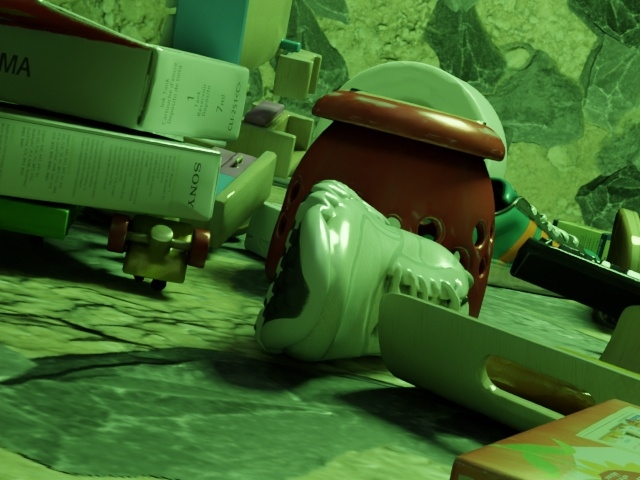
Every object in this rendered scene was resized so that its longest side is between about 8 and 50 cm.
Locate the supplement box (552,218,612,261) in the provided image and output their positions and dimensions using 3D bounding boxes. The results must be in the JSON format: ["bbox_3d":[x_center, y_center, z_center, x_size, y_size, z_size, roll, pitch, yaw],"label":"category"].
[{"bbox_3d":[0.341,0.023,1.555,0.083,0.083,0.056,20,10,41],"label":"supplement box"}]

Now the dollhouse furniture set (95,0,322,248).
[{"bbox_3d":[-0.121,-0.194,1.100,0.198,0.303,0.286,17,26,11],"label":"dollhouse furniture set"}]

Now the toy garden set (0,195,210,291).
[{"bbox_3d":[-0.190,-0.012,0.897,0.203,0.049,0.244,11,5,-9],"label":"toy garden set"}]

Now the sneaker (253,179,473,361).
[{"bbox_3d":[0.039,0.029,0.779,0.118,0.110,0.292,23,8,10],"label":"sneaker"}]

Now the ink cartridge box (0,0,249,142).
[{"bbox_3d":[-0.242,-0.137,0.871,0.296,0.066,0.261,13,5,25],"label":"ink cartridge box"}]

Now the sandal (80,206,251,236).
[{"bbox_3d":[-0.148,-0.042,1.190,0.219,0.060,0.090,8,8,-42],"label":"sandal"}]

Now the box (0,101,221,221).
[{"bbox_3d":[-0.263,-0.076,0.837,0.322,0.058,0.232,9,6,-39],"label":"box"}]

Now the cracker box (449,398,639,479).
[{"bbox_3d":[0.164,0.118,0.346,0.232,0.067,0.155,16,7,30],"label":"cracker box"}]

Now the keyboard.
[{"bbox_3d":[0.306,0.071,0.963,0.317,0.033,0.201,23,-9,6],"label":"keyboard"}]

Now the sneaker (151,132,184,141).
[{"bbox_3d":[-0.225,-0.117,1.723,0.115,0.105,0.281,49,9,10],"label":"sneaker"}]

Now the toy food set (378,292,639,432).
[{"bbox_3d":[0.207,0.076,0.716,0.219,0.092,0.306,19,8,41],"label":"toy food set"}]

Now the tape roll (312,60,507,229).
[{"bbox_3d":[0.130,-0.122,1.678,0.246,0.246,0.169,15,6,17],"label":"tape roll"}]

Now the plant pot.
[{"bbox_3d":[0.063,-0.030,1.028,0.191,0.174,0.191,15,4,-1],"label":"plant pot"}]

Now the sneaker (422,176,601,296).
[{"bbox_3d":[0.231,-0.008,1.417,0.302,0.121,0.108,9,7,-35],"label":"sneaker"}]

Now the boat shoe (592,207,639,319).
[{"bbox_3d":[0.378,0.040,1.336,0.123,0.123,0.342,13,0,14],"label":"boat shoe"}]

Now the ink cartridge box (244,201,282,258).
[{"bbox_3d":[0.000,0.000,1.168,0.122,0.052,0.088,8,8,-34],"label":"ink cartridge box"}]
